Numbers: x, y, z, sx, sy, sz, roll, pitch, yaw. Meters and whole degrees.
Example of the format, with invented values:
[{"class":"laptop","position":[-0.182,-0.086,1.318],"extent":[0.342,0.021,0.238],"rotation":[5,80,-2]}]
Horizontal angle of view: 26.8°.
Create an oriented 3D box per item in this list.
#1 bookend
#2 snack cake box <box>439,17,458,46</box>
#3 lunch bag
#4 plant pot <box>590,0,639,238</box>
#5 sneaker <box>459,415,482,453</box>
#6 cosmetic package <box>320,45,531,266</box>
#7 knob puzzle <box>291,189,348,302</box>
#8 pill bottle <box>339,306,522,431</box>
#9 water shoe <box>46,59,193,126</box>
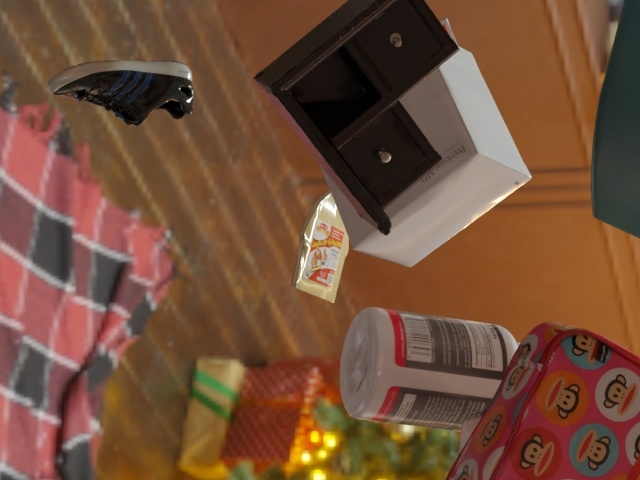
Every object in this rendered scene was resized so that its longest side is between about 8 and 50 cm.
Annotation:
[{"class":"bookend","position":[0.057,-0.117,1.092],"extent":[0.157,0.156,0.072],"rotation":[52,-3,-20]},{"class":"snack cake box","position":[0.108,-0.232,2.162],"extent":[0.089,0.264,0.152],"rotation":[73,-5,-82]},{"class":"lunch bag","position":[0.311,0.269,1.600],"extent":[0.293,0.258,0.120],"rotation":[-62,-165,-5]},{"class":"plant pot","position":[0.364,-0.115,1.299],"extent":[0.166,0.165,0.234],"rotation":[-17,128,-53]},{"class":"sneaker","position":[0.290,0.385,1.810],"extent":[0.182,0.127,0.315],"rotation":[-127,-158,-58]},{"class":"cosmetic package","position":[0.126,-0.123,1.812],"extent":[0.138,0.224,0.224],"rotation":[16,44,-48]},{"class":"knob puzzle","position":[0.000,0.000,2.352],"extent":[0.213,0.030,0.213],"rotation":[-33,128,-56]},{"class":"pill bottle","position":[0.205,0.209,2.105],"extent":[0.176,0.319,0.176],"rotation":[-171,-90,-72]},{"class":"water shoe","position":[-0.251,-0.188,1.734],"extent":[0.203,0.073,0.080],"rotation":[-8,84,-32]}]
